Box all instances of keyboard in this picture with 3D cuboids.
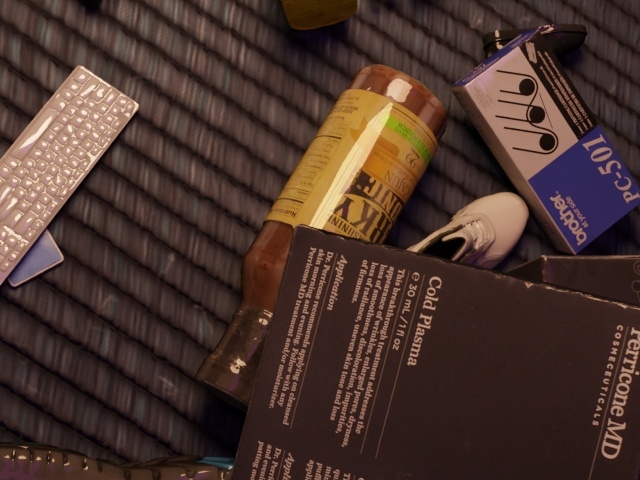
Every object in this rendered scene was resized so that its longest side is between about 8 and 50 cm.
[{"bbox_3d":[-0.271,-0.049,1.030,0.072,0.014,0.256,36,71,-5],"label":"keyboard"}]

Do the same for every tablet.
[{"bbox_3d":[-0.281,-0.004,1.029,0.054,0.006,0.083,-30,86,-16],"label":"tablet"}]

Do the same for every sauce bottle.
[{"bbox_3d":[0.000,0.000,1.040,0.111,0.111,0.344,31,76,-6],"label":"sauce bottle"}]

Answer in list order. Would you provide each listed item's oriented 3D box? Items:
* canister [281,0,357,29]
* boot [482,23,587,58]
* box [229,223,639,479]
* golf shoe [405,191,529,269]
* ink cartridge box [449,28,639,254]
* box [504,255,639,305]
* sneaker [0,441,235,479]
[{"bbox_3d":[-0.020,-0.308,1.085,0.073,0.126,0.169,-14,80,2],"label":"canister"},{"bbox_3d":[0.226,-0.170,1.157,0.121,0.045,0.099,-8,82,-11],"label":"boot"},{"bbox_3d":[0.109,0.192,0.883,0.313,0.179,0.343,14,89,31],"label":"box"},{"bbox_3d":[0.143,0.005,1.083,0.176,0.086,0.069,-34,86,-18],"label":"golf shoe"},{"bbox_3d":[0.228,-0.097,1.113,0.097,0.046,0.207,-37,103,-8],"label":"ink cartridge box"},{"bbox_3d":[0.248,0.158,1.035,0.143,0.165,0.270,0,80,-12],"label":"box"},{"bbox_3d":[-0.208,0.244,0.939,0.341,0.125,0.139,8,83,-9],"label":"sneaker"}]
